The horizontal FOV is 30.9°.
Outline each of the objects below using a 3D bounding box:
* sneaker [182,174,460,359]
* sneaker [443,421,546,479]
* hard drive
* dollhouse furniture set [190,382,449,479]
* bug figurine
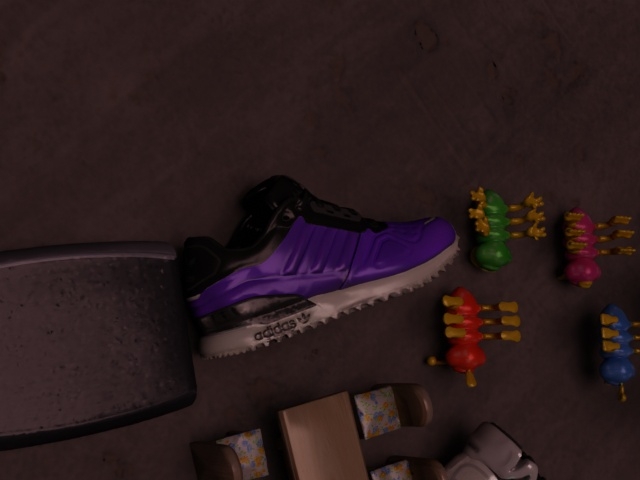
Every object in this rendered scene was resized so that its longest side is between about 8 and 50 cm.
[{"bbox_3d":[0.000,0.000,1.102,0.293,0.102,0.146,-20,92,-28],"label":"sneaker"},{"bbox_3d":[0.212,0.324,1.179,0.118,0.110,0.292,-38,102,-8],"label":"sneaker"},{"bbox_3d":[-0.231,0.088,0.997,0.255,0.054,0.172,-7,86,-28],"label":"hard drive"},{"bbox_3d":[0.030,0.263,1.048,0.212,0.161,0.242,-13,89,-28],"label":"dollhouse furniture set"},{"bbox_3d":[0.235,0.057,1.233,0.279,0.072,0.216,8,75,-23],"label":"bug figurine"}]
